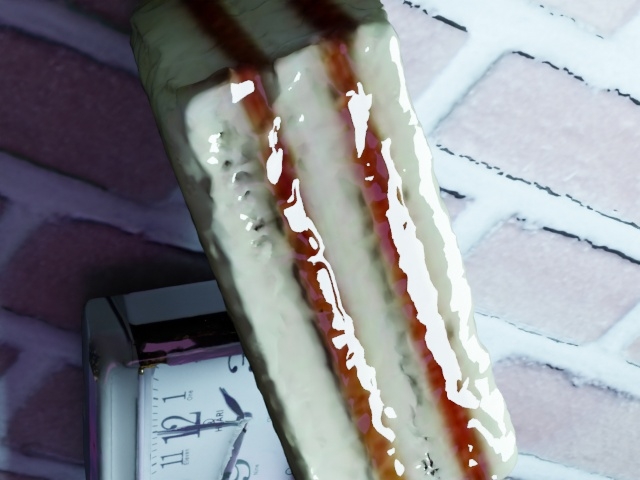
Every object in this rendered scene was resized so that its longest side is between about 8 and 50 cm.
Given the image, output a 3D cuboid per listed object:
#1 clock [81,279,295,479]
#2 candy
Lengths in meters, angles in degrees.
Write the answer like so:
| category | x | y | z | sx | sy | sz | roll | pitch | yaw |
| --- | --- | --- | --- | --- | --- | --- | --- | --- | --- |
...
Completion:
| category | x | y | z | sx | sy | sz | roll | pitch | yaw |
| --- | --- | --- | --- | --- | --- | --- | --- | --- | --- |
| clock | -0.072 | 0.115 | 1.306 | 0.186 | 0.083 | 0.253 | -8 | 137 | -14 |
| candy | 0.000 | 0.000 | 1.079 | 0.135 | 0.179 | 0.321 | -19 | 121 | -4 |
